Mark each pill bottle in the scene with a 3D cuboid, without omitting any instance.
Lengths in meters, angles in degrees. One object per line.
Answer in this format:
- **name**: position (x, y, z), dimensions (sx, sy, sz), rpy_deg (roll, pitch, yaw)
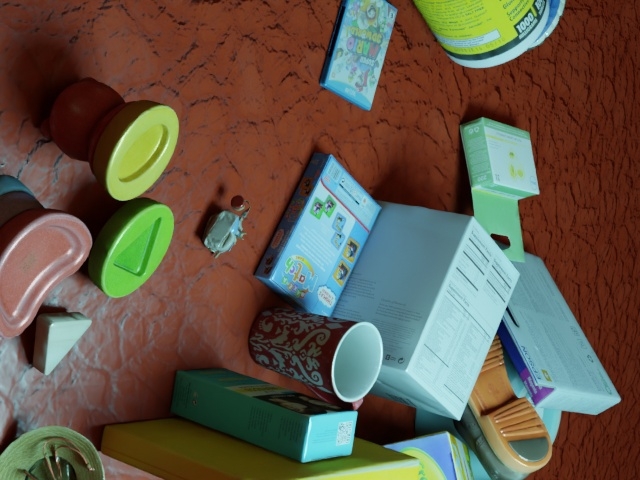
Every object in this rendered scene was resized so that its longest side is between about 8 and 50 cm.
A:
- **pill bottle**: position (0.209, -0.433, 1.746), dimensions (0.334, 0.188, 0.188), rpy_deg (47, 63, -45)

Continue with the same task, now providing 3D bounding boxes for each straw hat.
- **straw hat**: position (-0.322, 0.290, 1.378), dimensions (0.061, 0.144, 0.144), rpy_deg (174, -72, -87)

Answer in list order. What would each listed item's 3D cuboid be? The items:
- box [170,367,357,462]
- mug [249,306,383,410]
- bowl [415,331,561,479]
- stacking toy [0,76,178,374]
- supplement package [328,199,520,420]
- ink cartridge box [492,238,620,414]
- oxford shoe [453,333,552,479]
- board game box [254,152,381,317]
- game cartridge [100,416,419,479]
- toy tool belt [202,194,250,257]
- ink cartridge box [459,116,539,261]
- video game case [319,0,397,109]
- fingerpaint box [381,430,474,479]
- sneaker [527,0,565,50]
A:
- **box**: position (-0.079, 0.226, 1.514), dimensions (0.100, 0.244, 0.060), rpy_deg (4, 96, -51)
- **mug**: position (-0.013, 0.173, 1.641), dimensions (0.113, 0.169, 0.150), rpy_deg (-10, 107, -49)
- **bowl**: position (0.327, 0.312, 2.091), dimensions (0.311, 0.163, 0.311), rpy_deg (-17, 112, -48)
- **stacking toy**: position (-0.306, -0.021, 1.333), dimensions (0.309, 0.130, 0.279), rpy_deg (-48, 158, -29)
- **supplement package**: position (0.148, 0.106, 1.793), dimensions (0.198, 0.199, 0.262), rpy_deg (44, 65, -46)
- **ink cartridge box**: position (0.360, 0.145, 2.011), dimensions (0.330, 0.071, 0.324), rpy_deg (16, 42, -49)
- **oxford shoe**: position (0.243, 0.241, 1.922), dimensions (0.130, 0.133, 0.363), rpy_deg (-9, 62, -31)
- **board game box**: position (0.000, 0.000, 1.717), dimensions (0.160, 0.039, 0.211), rpy_deg (44, 65, -46)
- **game cartridge**: position (-0.075, 0.286, 1.503), dimensions (0.324, 0.285, 0.052), rpy_deg (3, 96, -50)
- **toy tool belt**: position (-0.126, -0.018, 1.562), dimensions (0.083, 0.052, 0.051), rpy_deg (-61, 169, -15)
- **ink cartridge box**: position (0.324, -0.087, 2.016), dimensions (0.171, 0.056, 0.235), rpy_deg (8, 69, -51)
- **video game case**: position (0.059, -0.295, 1.736), dimensions (0.119, 0.015, 0.166), rpy_deg (21, 82, -51)
- **fingerpaint box**: position (0.179, 0.531, 1.729), dimensions (0.371, 0.163, 0.444), rpy_deg (48, 29, -74)
- **sneaker**: position (0.343, -0.481, 1.972), dimensions (0.147, 0.130, 0.330), rpy_deg (15, 84, -37)
